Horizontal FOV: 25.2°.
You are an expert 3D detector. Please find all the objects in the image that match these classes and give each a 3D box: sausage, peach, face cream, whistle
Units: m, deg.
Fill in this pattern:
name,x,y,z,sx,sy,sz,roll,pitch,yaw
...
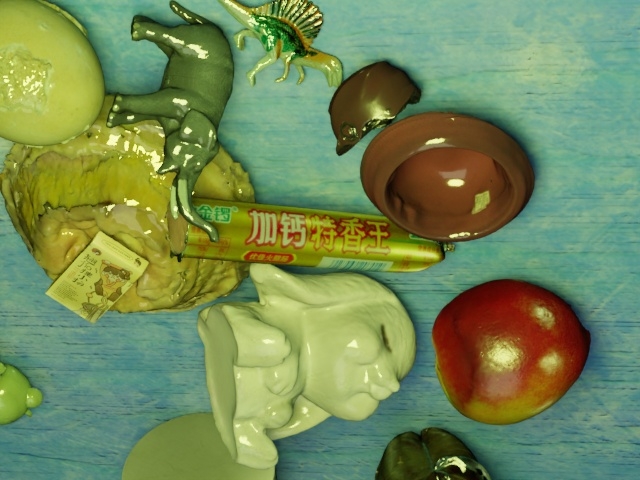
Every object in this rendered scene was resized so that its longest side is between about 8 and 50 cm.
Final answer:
name,x,y,z,sx,sy,sz,roll,pitch,yaw
sausage,0.000,0.000,1.702,0.371,0.082,0.082,4,137,-25
peach,0.238,0.134,1.783,0.197,0.197,0.197,6,132,6
face cream,-0.165,0.387,2.057,0.218,0.218,0.179,3,133,8
whistle,-0.494,0.188,2.033,0.105,0.085,0.227,-28,122,30

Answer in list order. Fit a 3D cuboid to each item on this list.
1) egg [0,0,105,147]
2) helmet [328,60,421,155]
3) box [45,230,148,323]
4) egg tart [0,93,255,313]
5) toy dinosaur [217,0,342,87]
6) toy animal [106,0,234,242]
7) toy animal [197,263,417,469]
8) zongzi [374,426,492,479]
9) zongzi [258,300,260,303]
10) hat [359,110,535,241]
name,x,y,z,sx,sy,sz,roll,pitch,yaw
egg,-0.329,-0.191,1.605,0.201,0.164,0.164,36,137,21
helmet,0.051,-0.155,1.619,0.123,0.098,0.070,-32,91,32
box,-0.268,0.046,1.714,0.073,0.020,0.149,34,137,-13
egg tart,-0.241,-0.016,1.764,0.352,0.150,0.352,8,133,9
toy dinosaur,-0.048,-0.236,1.601,0.106,0.044,0.187,-21,113,11
toy animal,-0.167,-0.137,1.586,0.137,0.270,0.082,7,167,-16
toy animal,-0.007,0.136,1.812,0.265,0.206,0.272,-13,126,-20
zongzi,0.265,0.440,2.077,0.432,0.208,0.403,-1,122,-15
zongzi,-0.099,0.152,1.963,0.154,0.062,0.130,-18,106,44
hat,0.146,-0.083,1.661,0.205,0.089,0.205,1,138,1
